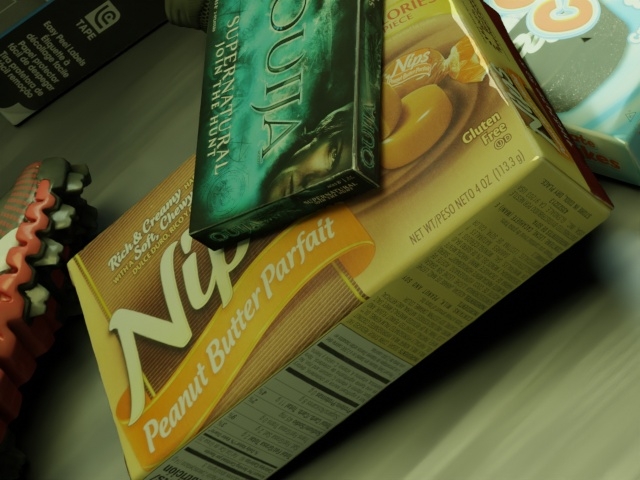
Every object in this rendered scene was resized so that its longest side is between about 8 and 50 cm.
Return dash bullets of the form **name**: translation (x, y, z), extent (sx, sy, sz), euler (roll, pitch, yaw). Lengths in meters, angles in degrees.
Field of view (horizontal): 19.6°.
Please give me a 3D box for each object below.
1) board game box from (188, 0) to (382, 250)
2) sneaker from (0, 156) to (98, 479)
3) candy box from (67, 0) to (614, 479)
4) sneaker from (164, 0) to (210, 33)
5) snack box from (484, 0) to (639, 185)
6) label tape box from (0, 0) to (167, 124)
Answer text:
- **board game box**: translation (-0.019, -0.096, 1.109), extent (0.126, 0.026, 0.186), euler (-21, 52, 34)
- **sneaker**: translation (-0.241, 0.057, 1.239), extent (0.135, 0.098, 0.276), euler (12, 65, 14)
- **candy box**: translation (0.000, 0.000, 1.121), extent (0.316, 0.087, 0.183), euler (-39, 47, 19)
- **sneaker**: translation (-0.015, -0.242, 1.300), extent (0.130, 0.087, 0.228), euler (19, 92, 3)
- **snack box**: translation (0.205, -0.197, 1.197), extent (0.187, 0.060, 0.322), euler (20, 71, 39)
- **label tape box**: translation (-0.166, -0.270, 1.335), extent (0.333, 0.240, 0.106), euler (-34, 49, 5)
